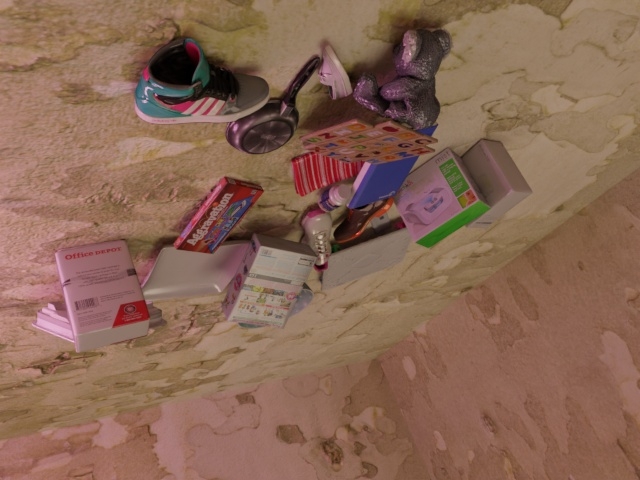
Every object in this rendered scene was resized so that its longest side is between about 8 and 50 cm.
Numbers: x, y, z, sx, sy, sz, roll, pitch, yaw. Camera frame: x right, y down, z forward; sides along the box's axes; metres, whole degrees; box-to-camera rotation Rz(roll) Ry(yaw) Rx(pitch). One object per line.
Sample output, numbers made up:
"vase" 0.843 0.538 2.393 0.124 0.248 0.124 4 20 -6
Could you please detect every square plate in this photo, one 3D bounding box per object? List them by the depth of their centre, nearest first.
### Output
"square plate" -0.426 0.094 2.025 0.343 0.049 0.347 -3 148 -37

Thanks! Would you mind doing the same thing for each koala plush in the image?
"koala plush" 0.227 -0.405 1.452 0.196 0.203 0.221 -15 137 -43

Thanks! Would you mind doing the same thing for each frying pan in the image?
"frying pan" -0.090 -0.311 1.510 0.326 0.053 0.197 -29 156 18

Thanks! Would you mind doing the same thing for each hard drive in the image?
"hard drive" 0.216 -0.236 1.873 0.210 0.040 0.319 -18 152 -33

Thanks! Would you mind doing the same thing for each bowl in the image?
"bowl" -0.195 0.196 2.302 0.311 0.163 0.312 -19 155 -9

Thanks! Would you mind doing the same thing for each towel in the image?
"towel" 0.050 -0.229 1.816 0.274 0.031 0.199 -20 155 -7

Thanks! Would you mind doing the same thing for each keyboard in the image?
"keyboard" 0.224 -0.084 2.296 0.072 0.014 0.256 -30 156 2

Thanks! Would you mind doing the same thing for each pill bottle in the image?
"pill bottle" 0.047 -0.137 1.913 0.067 0.067 0.120 -9 172 -30

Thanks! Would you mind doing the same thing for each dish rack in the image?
"dish rack" -0.675 0.226 1.856 0.285 0.073 0.332 11 -169 33

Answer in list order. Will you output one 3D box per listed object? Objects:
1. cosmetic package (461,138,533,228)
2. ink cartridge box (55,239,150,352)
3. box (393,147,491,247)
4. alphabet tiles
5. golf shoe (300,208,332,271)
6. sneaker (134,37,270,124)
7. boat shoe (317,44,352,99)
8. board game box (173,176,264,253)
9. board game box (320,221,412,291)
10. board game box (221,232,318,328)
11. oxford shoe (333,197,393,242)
"cosmetic package" 0.577 -0.196 2.119 0.138 0.224 0.224 0 146 -43
"ink cartridge box" -0.613 0.150 1.690 0.196 0.273 0.114 -11 150 -27
"box" 0.404 -0.143 2.065 0.262 0.231 0.126 -34 153 23
"alphabet tiles" 0.124 -0.254 1.595 0.285 0.011 0.342 13 169 -38
"golf shoe" 0.000 0.000 2.109 0.115 0.140 0.306 -17 154 -11
"sneaker" -0.234 -0.336 1.242 0.295 0.124 0.178 -13 163 -20
"boat shoe" 0.027 -0.394 1.429 0.063 0.066 0.184 -27 165 5
"board game box" -0.301 -0.067 1.777 0.145 0.027 0.281 11 130 -47
"board game box" 0.183 0.064 2.491 0.389 0.050 0.390 -19 158 -10
"board game box" -0.174 0.142 2.033 0.224 0.097 0.304 14 112 -32
"oxford shoe" 0.127 -0.095 2.113 0.098 0.097 0.271 27 123 -36
